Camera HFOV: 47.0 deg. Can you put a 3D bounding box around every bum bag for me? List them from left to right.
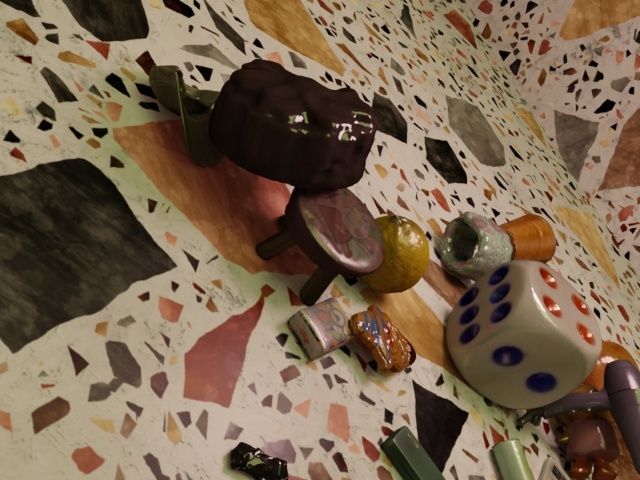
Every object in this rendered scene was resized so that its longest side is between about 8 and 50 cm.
[{"bbox_3d":[-0.108,0.405,1.325,0.124,0.034,0.057,35,45,-21],"label":"bum bag"}]

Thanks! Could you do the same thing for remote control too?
[{"bbox_3d":[0.605,0.650,1.919,0.087,0.029,0.190,51,33,3],"label":"remote control"}]

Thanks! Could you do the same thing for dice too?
[{"bbox_3d":[0.547,0.256,1.996,0.304,0.304,0.277,38,35,-17],"label":"dice"}]

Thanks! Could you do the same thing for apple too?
[{"bbox_3d":[0.870,0.442,2.280,0.242,0.242,0.241,-5,71,-52],"label":"apple"}]

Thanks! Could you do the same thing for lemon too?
[{"bbox_3d":[0.181,0.034,1.880,0.192,0.231,0.192,7,32,-4],"label":"lemon"}]

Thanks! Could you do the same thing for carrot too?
[{"bbox_3d":[0.667,0.017,2.533,0.254,0.196,0.196,-10,64,-41],"label":"carrot"}]

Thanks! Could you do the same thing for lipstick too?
[{"bbox_3d":[0.495,0.628,1.772,0.076,0.076,0.304,20,42,-37],"label":"lipstick"}]

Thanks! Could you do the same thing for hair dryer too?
[{"bbox_3d":[0.714,0.485,1.978,0.121,0.361,0.301,67,17,-53],"label":"hair dryer"}]

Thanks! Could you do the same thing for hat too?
[{"bbox_3d":[-0.329,-0.300,1.747,0.214,0.149,0.244,22,73,-65],"label":"hat"}]

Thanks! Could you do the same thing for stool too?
[{"bbox_3d":[0.000,0.000,1.726,0.272,0.178,0.272,30,38,-27],"label":"stool"}]

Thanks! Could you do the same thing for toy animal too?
[{"bbox_3d":[0.751,0.526,2.091,0.195,0.169,0.281,10,45,-14],"label":"toy animal"}]

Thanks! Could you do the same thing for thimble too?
[{"bbox_3d":[0.477,0.017,2.254,0.149,0.185,0.210,20,67,-35],"label":"thimble"}]

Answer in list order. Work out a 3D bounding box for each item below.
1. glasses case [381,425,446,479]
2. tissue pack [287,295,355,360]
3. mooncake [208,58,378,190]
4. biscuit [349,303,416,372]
[{"bbox_3d":[0.213,0.499,1.601,0.184,0.039,0.078,54,33,7],"label":"glasses case"},{"bbox_3d":[0.007,0.195,1.647,0.148,0.060,0.108,-14,67,-56],"label":"tissue pack"},{"bbox_3d":[-0.057,-0.262,1.678,0.381,0.212,0.350,12,32,-12],"label":"mooncake"},{"bbox_3d":[0.158,0.239,1.753,0.280,0.043,0.183,31,38,-43],"label":"biscuit"}]
